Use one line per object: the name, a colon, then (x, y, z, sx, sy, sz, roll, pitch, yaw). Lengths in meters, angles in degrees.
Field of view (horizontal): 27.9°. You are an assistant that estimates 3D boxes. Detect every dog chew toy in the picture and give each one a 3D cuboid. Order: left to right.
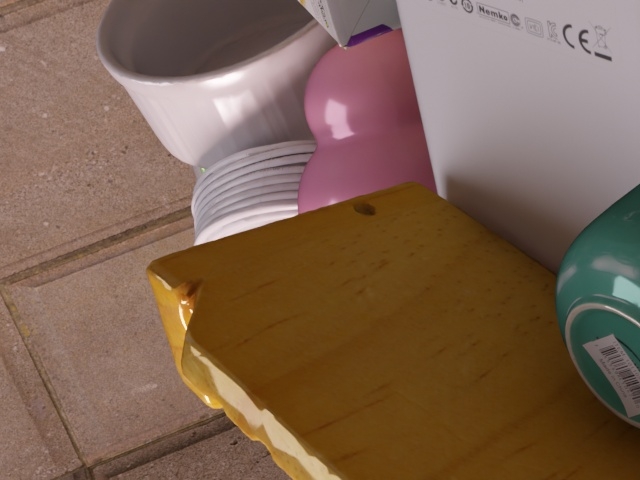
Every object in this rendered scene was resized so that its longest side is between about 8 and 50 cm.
dog chew toy: (0.074, -0.017, 1.056, 0.206, 0.207, 0.331, -160, 58, -80)

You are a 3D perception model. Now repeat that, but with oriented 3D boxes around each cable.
cable: (0.000, 0.000, 1.263, 0.257, 0.257, 0.089, 65, -153, -58)

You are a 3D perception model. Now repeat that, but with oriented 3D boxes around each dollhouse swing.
dollhouse swing: (0.085, 0.188, 0.778, 0.347, 0.315, 0.304, 38, 130, 33)

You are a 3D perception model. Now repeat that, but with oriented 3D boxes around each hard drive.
hard drive: (0.136, -0.077, 0.752, 0.233, 0.047, 0.353, 32, 145, 49)

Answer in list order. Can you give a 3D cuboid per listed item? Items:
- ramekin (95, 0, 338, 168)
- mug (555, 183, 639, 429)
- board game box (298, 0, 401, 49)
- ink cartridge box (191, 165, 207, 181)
ramekin: (-0.071, -0.196, 1.289, 0.277, 0.277, 0.135, 60, 176, 49)
mug: (0.187, 0.042, 0.617, 0.158, 0.097, 0.129, 31, 144, 43)
board game box: (0.018, -0.266, 0.911, 0.275, 0.142, 0.144, -123, 13, -57)
ink cartridge box: (-0.060, -0.127, 1.622, 0.087, 0.208, 0.153, -125, 14, -49)
